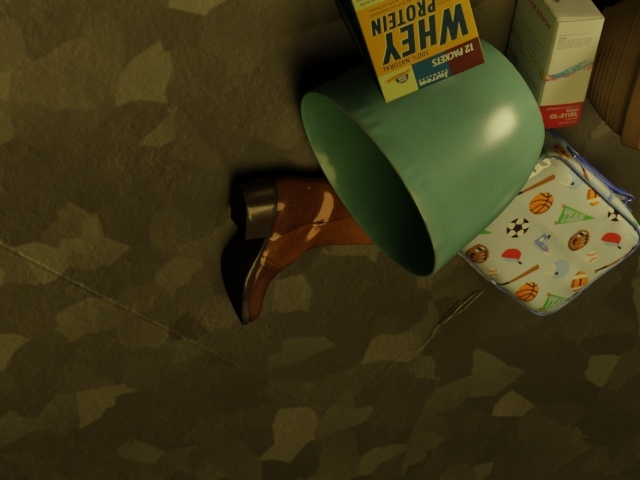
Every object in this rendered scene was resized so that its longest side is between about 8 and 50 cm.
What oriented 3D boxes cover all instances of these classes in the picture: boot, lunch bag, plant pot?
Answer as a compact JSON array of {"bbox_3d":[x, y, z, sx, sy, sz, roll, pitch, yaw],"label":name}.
[{"bbox_3d":[0.000,0.000,2.127,0.280,0.096,0.264,-9,125,-22],"label":"boot"},{"bbox_3d":[0.338,-0.031,2.185,0.243,0.115,0.303,-42,130,15],"label":"lunch bag"},{"bbox_3d":[0.427,-0.251,1.984,0.110,0.237,0.237,18,131,12],"label":"plant pot"},{"bbox_3d":[0.152,-0.135,1.917,0.235,0.293,0.293,-35,136,-14],"label":"plant pot"}]

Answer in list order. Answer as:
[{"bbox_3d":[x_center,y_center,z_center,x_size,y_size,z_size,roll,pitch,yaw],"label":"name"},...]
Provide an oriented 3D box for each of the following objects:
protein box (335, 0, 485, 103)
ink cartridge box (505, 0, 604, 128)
[{"bbox_3d":[0.088,-0.319,1.772,0.136,0.201,0.200,-23,134,0],"label":"protein box"},{"bbox_3d":[0.314,-0.259,1.959,0.072,0.127,0.175,-6,132,-15],"label":"ink cartridge box"}]
